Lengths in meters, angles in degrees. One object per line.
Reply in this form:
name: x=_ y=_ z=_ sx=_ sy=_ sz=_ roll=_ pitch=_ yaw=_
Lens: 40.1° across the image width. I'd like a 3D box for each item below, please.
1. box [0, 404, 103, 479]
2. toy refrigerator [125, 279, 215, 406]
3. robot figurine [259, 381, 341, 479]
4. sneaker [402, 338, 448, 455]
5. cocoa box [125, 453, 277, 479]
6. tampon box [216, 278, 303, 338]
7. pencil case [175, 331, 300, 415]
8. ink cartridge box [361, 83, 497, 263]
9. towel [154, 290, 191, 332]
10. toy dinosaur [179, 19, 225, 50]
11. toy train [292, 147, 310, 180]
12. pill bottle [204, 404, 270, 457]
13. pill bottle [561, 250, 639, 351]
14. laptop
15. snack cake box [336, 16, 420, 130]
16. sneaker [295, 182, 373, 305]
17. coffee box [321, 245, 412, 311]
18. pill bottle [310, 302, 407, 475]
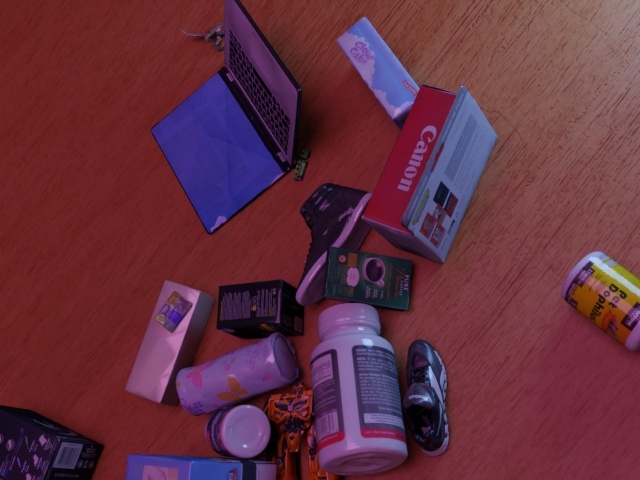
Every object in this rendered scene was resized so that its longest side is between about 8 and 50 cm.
box: x=-0.683 y=0.497 z=2.075 sx=0.270 sy=0.165 sz=0.144 roll=15 pitch=80 yaw=28
toy refrigerator: x=-0.347 y=0.241 z=2.046 sx=0.102 sy=0.094 sz=0.270 roll=14 pitch=80 yaw=21
robot figurine: x=-0.042 y=0.439 z=1.834 sx=0.211 sy=0.085 sz=0.291 roll=-12 pitch=68 yaw=21
sneaker: x=0.206 y=0.306 z=1.747 sx=0.078 sy=0.106 sz=0.235 roll=-12 pitch=68 yaw=21
cocoa box: x=-0.253 y=0.609 z=1.749 sx=0.231 sy=0.227 sz=0.347 roll=-9 pitch=72 yaw=45
tampon box: x=-0.133 y=0.157 z=1.953 sx=0.160 sy=0.120 sz=0.102 roll=-7 pitch=69 yaw=24
pencil case: x=-0.184 y=0.294 z=1.933 sx=0.273 sy=0.114 sz=0.124 roll=-23 pitch=29 yaw=17
ink cartridge box: x=0.219 y=-0.145 z=1.799 sx=0.130 sy=0.272 sz=0.310 roll=20 pitch=82 yaw=29
towel: x=-0.338 y=0.162 z=2.009 sx=0.060 sy=0.009 sz=0.083 roll=35 pitch=87 yaw=23
toy dinosaur: x=-0.278 y=-0.546 z=2.313 sx=0.183 sy=0.053 sz=0.093 roll=-16 pitch=51 yaw=12
toy train: x=-0.044 y=-0.180 z=2.085 sx=0.023 sy=0.017 sz=0.083 roll=14 pitch=79 yaw=18
pill bottle: x=-0.183 y=0.405 z=1.859 sx=0.180 sy=0.107 sz=0.108 roll=152 pitch=128 yaw=-64
pill bottle: x=0.565 y=0.124 z=1.631 sx=0.215 sy=0.117 sz=0.117 roll=41 pitch=93 yaw=30
laptop: x=-0.242 y=-0.308 z=2.106 sx=0.236 sy=0.408 sz=0.382 roll=-22 pitch=60 yaw=-20
snack cake box: x=0.155 y=-0.356 z=1.971 sx=0.089 sy=0.152 sz=0.264 roll=-37 pitch=61 yaw=11
sneaker: x=0.000 y=0.000 z=1.958 sx=0.146 sy=0.104 sz=0.296 roll=27 pitch=80 yaw=32
coffee box: x=0.099 y=0.083 z=1.859 sx=0.184 sy=0.040 sz=0.113 roll=9 pitch=74 yaw=-9
pill bottle: x=0.070 y=0.295 z=1.767 sx=0.176 sy=0.176 sz=0.319 roll=-17 pitch=58 yaw=20
